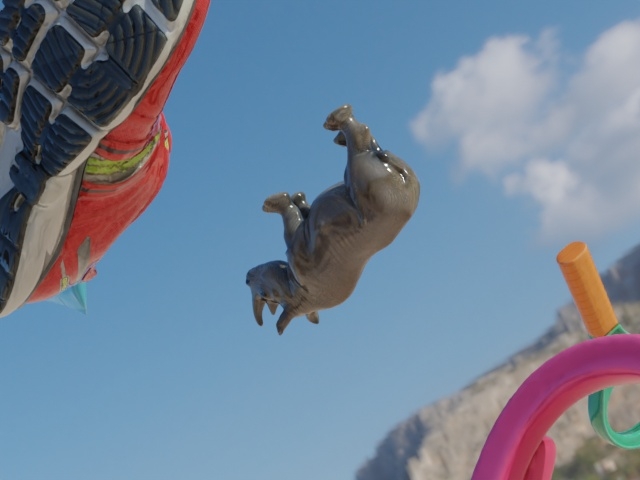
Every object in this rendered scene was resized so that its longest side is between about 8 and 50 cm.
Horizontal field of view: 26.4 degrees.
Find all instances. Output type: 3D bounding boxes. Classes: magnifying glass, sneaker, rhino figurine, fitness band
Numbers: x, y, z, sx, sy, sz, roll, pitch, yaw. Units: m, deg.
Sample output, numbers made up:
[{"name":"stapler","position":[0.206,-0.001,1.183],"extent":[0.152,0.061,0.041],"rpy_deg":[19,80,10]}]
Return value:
[{"name":"magnifying glass","position":[0.256,0.094,1.193],"extent":[0.092,0.231,0.026],"rpy_deg":[-40,33,-16]},{"name":"sneaker","position":[-0.129,-0.072,0.786],"extent":[0.118,0.107,0.279],"rpy_deg":[-14,-31,-48]},{"name":"rhino figurine","position":[0.000,0.000,1.181],"extent":[0.073,0.106,0.243],"rpy_deg":[-20,-26,-50]},{"name":"fitness band","position":[0.166,0.198,0.792],"extent":[0.054,0.291,0.209],"rpy_deg":[19,-9,-38]}]

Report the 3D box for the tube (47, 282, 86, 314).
[{"name":"tube","position":[-0.229,-0.042,1.167],"extent":[0.052,0.207,0.080],"rpy_deg":[-9,11,-30]}]
